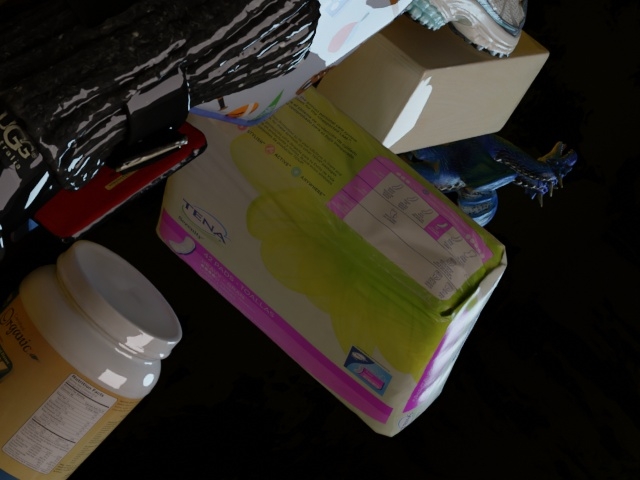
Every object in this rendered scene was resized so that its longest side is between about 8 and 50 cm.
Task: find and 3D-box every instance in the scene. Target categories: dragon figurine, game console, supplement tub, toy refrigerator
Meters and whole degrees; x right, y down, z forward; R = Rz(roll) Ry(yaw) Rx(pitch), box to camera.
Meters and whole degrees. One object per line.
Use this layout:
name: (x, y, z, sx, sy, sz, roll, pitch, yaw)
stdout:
dragon figurine: (0.158, -0.067, 2.085, 0.289, 0.144, 0.085, -29, 159, -40)
game console: (-0.167, -0.039, 1.508, 0.144, 0.124, 0.085, -37, 137, -21)
supplement tub: (-0.228, 0.112, 1.633, 0.200, 0.144, 0.144, -47, 164, 13)
toy refrigerator: (0.105, -0.158, 1.830, 0.269, 0.094, 0.102, -17, 143, -58)

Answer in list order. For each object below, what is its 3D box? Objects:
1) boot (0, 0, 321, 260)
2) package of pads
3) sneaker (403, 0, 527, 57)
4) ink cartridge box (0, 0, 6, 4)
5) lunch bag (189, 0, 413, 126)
boot: (-0.155, -0.089, 1.109, 0.260, 0.131, 0.348, -40, -161, -15)
package of pads: (0.000, 0.000, 1.608, 0.101, 0.296, 0.229, -42, 165, -31)
sneaker: (0.138, -0.240, 1.664, 0.122, 0.110, 0.283, -51, 163, 16)
ink cartridge box: (-0.173, -0.226, 0.939, 0.207, 0.119, 0.353, -40, 164, -13)
lunch bag: (-0.011, -0.219, 1.360, 0.303, 0.115, 0.243, -45, 161, 13)
